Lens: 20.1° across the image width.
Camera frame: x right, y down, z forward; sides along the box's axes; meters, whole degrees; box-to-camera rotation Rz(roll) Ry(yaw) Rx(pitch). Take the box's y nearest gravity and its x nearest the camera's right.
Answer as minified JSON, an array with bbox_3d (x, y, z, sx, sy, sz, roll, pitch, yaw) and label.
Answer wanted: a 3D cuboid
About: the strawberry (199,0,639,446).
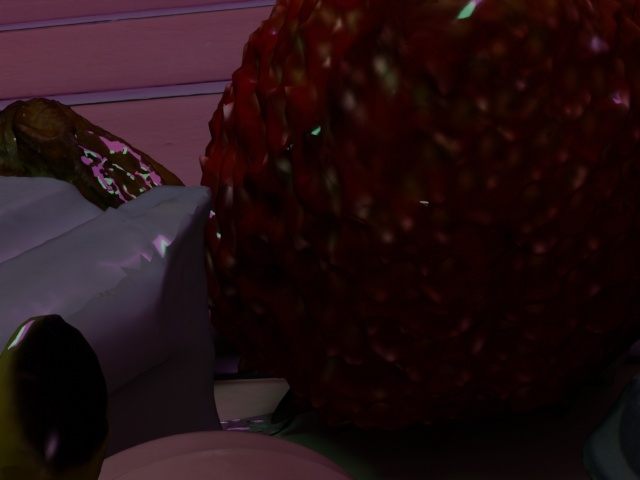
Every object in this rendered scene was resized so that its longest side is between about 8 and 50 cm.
[{"bbox_3d":[0.068,-0.064,0.929,0.292,0.343,0.292,4,50,-4],"label":"strawberry"}]

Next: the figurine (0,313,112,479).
[{"bbox_3d":[-0.187,0.179,0.511,0.218,0.169,0.327,8,64,24],"label":"figurine"}]

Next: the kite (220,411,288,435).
[{"bbox_3d":[-0.061,0.122,0.982,0.156,0.011,0.139,12,33,44],"label":"kite"}]

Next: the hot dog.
[{"bbox_3d":[-0.173,0.004,1.126,0.259,0.114,0.175,18,79,53],"label":"hot dog"}]

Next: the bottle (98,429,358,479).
[{"bbox_3d":[0.009,0.197,0.567,0.206,0.173,0.297,18,12,-24],"label":"bottle"}]

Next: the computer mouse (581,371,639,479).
[{"bbox_3d":[0.231,0.084,0.854,0.379,0.090,0.167,-30,23,-28],"label":"computer mouse"}]

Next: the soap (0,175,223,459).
[{"bbox_3d":[-0.282,0.126,0.791,0.350,0.213,0.435,14,32,41],"label":"soap"}]
